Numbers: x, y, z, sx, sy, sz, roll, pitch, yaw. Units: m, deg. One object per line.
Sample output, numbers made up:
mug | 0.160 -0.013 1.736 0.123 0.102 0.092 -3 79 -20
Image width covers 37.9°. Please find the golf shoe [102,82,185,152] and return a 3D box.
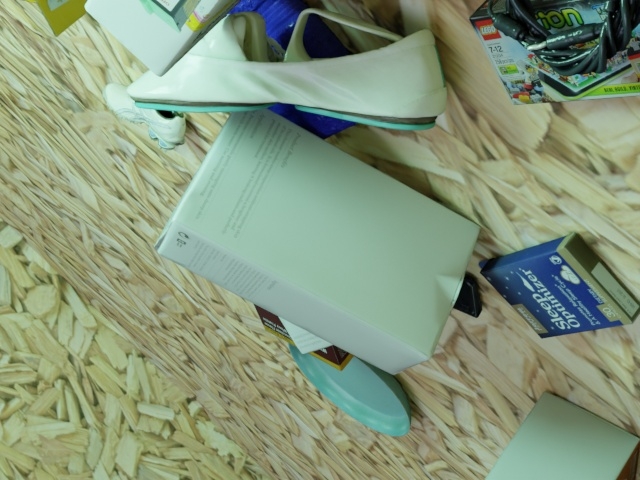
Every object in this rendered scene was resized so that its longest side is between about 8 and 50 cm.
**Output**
golf shoe | -0.303 -0.238 1.637 0.176 0.069 0.086 35 135 8

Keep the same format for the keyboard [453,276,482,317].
keyboard | 0.174 0.068 1.463 0.180 0.023 0.108 23 143 36

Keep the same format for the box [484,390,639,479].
box | 0.337 0.449 1.451 0.168 0.345 0.215 26 151 31

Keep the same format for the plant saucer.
plant saucer | 0.067 0.288 1.951 0.317 0.044 0.317 33 155 18

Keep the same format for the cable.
cable | 0.222 -0.232 0.813 0.150 0.047 0.184 52 142 21

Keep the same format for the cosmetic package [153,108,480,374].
cosmetic package | 0.000 0.000 1.275 0.385 0.217 0.156 31 157 -9

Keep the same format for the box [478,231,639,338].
box | 0.307 0.068 1.253 0.136 0.036 0.225 46 156 -8

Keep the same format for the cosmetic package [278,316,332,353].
cosmetic package | 0.026 0.059 1.435 0.151 0.183 0.151 57 156 0

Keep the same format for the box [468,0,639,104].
box | 0.252 -0.192 0.907 0.207 0.036 0.114 5 136 53

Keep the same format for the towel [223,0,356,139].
towel | -0.075 -0.255 1.236 0.308 0.076 0.227 48 156 -12

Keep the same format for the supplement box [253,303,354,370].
supplement box | -0.016 0.096 1.656 0.191 0.129 0.194 24 150 34

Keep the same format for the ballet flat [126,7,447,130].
ballet flat | -0.044 -0.213 1.114 0.400 0.139 0.139 7 143 18

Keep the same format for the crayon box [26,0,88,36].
crayon box | -0.363 -0.453 1.183 0.083 0.203 0.323 21 148 38

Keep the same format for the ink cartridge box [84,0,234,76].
ink cartridge box | -0.101 -0.321 0.959 0.117 0.201 0.278 44 145 -10
